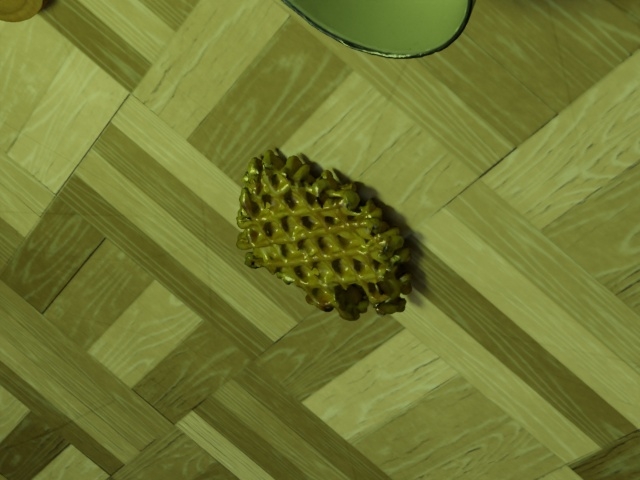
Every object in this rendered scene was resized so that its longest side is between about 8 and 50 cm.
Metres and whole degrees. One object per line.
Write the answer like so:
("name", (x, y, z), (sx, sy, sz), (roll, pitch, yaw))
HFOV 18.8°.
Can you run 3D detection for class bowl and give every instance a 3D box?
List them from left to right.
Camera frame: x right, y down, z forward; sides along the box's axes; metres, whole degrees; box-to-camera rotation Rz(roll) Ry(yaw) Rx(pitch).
("bowl", (0.054, -0.281, 1.631), (0.238, 0.126, 0.237), (28, 149, 18))

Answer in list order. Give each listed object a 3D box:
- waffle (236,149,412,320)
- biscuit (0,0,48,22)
("waffle", (0.000, 0.000, 2.161), (0.229, 0.051, 0.231), (30, 149, 19))
("biscuit", (-0.421, -0.348, 2.143), (0.289, 0.044, 0.202), (37, 151, -3))
